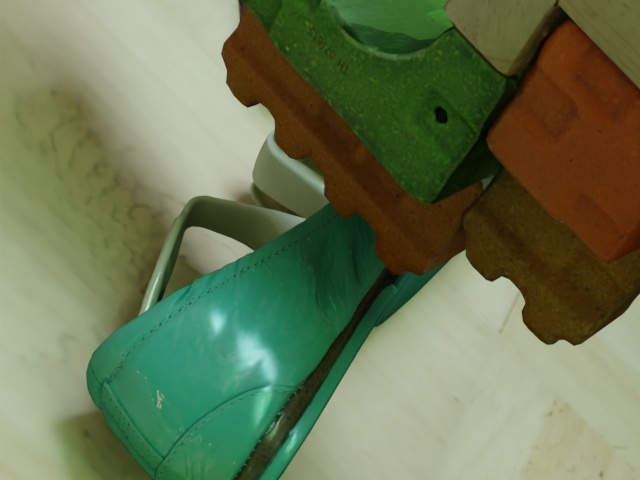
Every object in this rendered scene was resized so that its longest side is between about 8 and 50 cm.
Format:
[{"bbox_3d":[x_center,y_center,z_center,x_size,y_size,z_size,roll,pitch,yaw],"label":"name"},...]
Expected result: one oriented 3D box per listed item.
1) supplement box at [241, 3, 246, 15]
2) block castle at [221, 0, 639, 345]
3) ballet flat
[{"bbox_3d":[-0.001,-0.103,0.649,0.043,0.055,0.083,17,53,-34],"label":"supplement box"},{"bbox_3d":[0.119,-0.120,0.533,0.303,0.213,0.453,-22,65,-42],"label":"block castle"},{"bbox_3d":[0.000,0.000,0.564,0.087,0.083,0.247,39,39,5],"label":"ballet flat"}]
